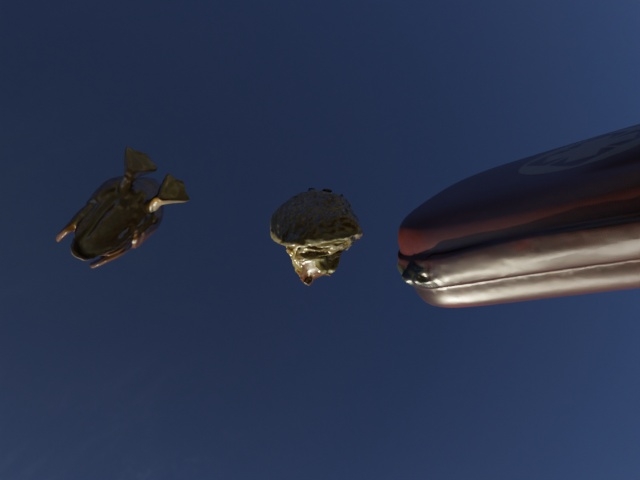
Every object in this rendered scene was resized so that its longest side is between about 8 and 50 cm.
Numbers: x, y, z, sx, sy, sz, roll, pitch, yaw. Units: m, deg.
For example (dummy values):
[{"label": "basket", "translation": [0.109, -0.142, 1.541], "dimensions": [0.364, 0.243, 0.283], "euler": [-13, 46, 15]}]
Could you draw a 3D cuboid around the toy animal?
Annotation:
[{"label": "toy animal", "translation": [-0.245, -0.015, 0.636], "dimensions": [0.089, 0.179, 0.188], "euler": [43, -145, -10]}]

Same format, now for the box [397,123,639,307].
[{"label": "box", "translation": [0.268, -0.036, 0.519], "dimensions": [0.263, 0.404, 0.108], "euler": [-32, -77, -48]}]

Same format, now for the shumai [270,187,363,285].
[{"label": "shumai", "translation": [-0.004, 0.000, 0.799], "dimensions": [0.145, 0.145, 0.116], "euler": [-27, -53, -24]}]
